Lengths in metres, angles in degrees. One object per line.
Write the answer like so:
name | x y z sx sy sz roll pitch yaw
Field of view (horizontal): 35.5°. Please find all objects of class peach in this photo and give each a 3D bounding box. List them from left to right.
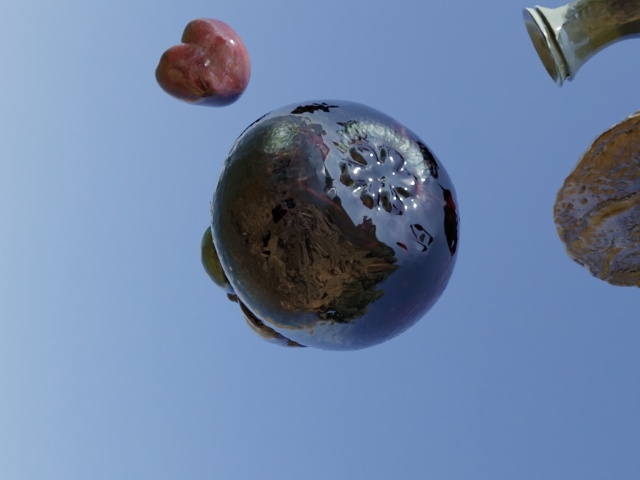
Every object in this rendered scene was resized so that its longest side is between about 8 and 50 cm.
peach | -0.183 -0.284 1.642 0.152 0.152 0.152 -13 -105 60

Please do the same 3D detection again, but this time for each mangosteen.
mangosteen | 0.012 -0.006 1.151 0.300 0.300 0.300 -13 -105 60

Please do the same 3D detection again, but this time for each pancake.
pancake | 0.504 -0.068 1.377 0.082 0.387 0.387 -95 -153 -43

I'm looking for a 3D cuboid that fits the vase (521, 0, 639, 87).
vase | 0.434 -0.326 1.311 0.321 0.173 0.173 -27 -127 10
